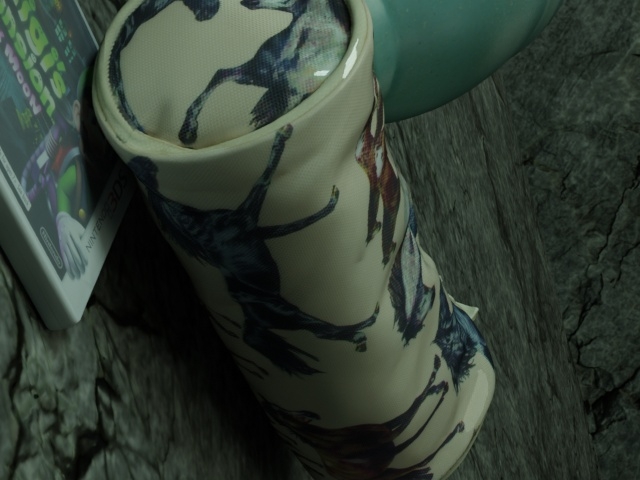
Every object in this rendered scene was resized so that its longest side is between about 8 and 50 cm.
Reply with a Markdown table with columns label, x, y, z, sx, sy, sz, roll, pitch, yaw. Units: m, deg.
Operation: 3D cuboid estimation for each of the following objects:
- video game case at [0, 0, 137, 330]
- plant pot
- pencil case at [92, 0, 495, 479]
| label | x | y | z | sx | sy | sz | roll | pitch | yaw |
| --- | --- | --- | --- | --- | --- | --- | --- | --- | --- |
| video game case | -0.153 | -0.077 | 0.723 | 0.173 | 0.022 | 0.190 | -79 | 151 | -55 |
| plant pot | 0.012 | -0.198 | 0.982 | 0.196 | 0.293 | 0.293 | -51 | 131 | -37 |
| pencil case | 0.000 | 0.000 | 0.878 | 0.410 | 0.160 | 0.183 | 65 | 37 | -47 |
